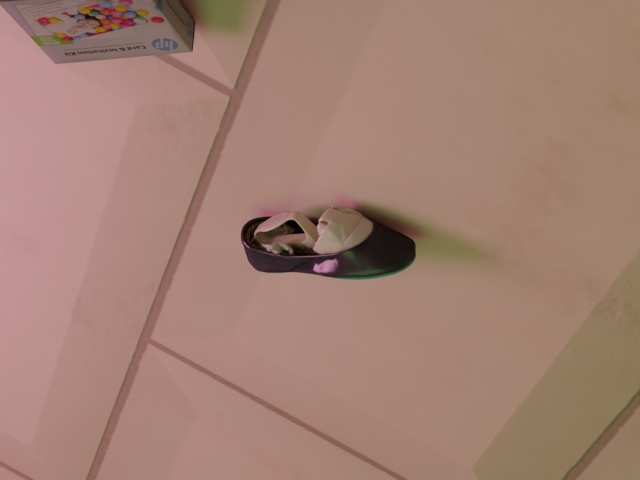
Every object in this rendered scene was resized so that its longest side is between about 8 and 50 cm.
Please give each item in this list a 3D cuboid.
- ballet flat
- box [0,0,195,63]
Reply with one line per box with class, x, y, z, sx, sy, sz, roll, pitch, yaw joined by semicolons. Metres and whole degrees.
ballet flat;0.000;0.000;1.968;0.203;0.074;0.074;0;136;38
box;-0.214;-0.223;1.784;0.145;0.038;0.186;-3;159;16
